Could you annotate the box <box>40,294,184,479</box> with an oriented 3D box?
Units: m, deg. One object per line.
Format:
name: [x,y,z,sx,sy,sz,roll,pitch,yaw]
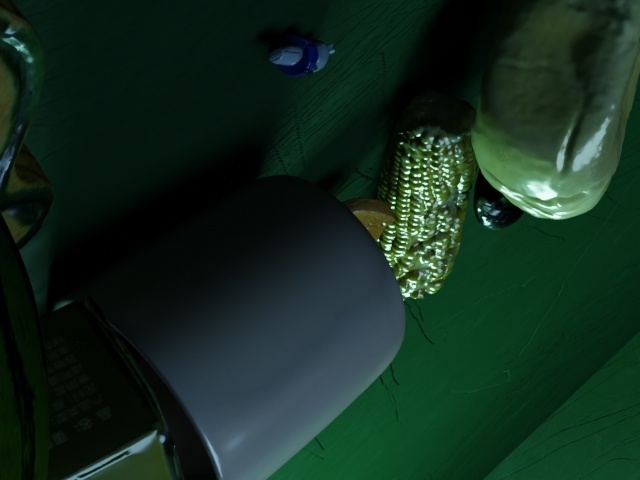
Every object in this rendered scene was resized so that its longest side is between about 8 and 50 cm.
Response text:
box: [-0.275,0.275,1.085,0.420,0.138,0.373,-26,142,-17]

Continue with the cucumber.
cucumber: [0.167,-0.056,1.473,0.056,0.056,0.284,-49,180,21]

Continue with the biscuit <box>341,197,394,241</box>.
biscuit: [0.000,0.000,1.376,0.130,0.019,0.102,-26,158,6]

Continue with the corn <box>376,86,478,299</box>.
corn: [0.089,-0.033,1.423,0.086,0.086,0.288,-34,159,-21]

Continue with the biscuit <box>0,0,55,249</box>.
biscuit: [-0.252,0.000,0.866,0.344,0.057,0.287,-50,160,23]

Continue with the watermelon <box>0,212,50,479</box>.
watermelon: [-0.264,0.076,0.587,0.363,0.363,0.363,-37,161,-15]

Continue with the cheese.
cheese: [0.200,-0.132,1.299,0.214,0.117,0.226,37,71,-74]

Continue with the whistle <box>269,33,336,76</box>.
whistle: [-0.016,-0.124,1.108,0.033,0.029,0.083,-31,173,20]

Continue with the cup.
cup: [-0.057,0.089,1.217,0.200,0.191,0.253,-36,144,-26]
